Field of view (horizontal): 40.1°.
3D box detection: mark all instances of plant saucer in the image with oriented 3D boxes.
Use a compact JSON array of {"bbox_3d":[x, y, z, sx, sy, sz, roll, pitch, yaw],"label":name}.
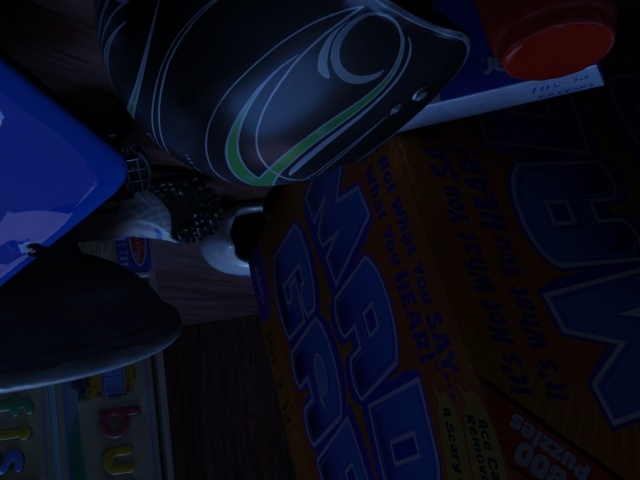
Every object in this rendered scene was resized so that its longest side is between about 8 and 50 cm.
[{"bbox_3d":[-0.330,0.048,0.797,0.401,0.100,0.400,-1,-173,0],"label":"plant saucer"}]

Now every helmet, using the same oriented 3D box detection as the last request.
[{"bbox_3d":[-0.026,-0.105,0.429,0.162,0.169,0.169,-34,156,36],"label":"helmet"}]

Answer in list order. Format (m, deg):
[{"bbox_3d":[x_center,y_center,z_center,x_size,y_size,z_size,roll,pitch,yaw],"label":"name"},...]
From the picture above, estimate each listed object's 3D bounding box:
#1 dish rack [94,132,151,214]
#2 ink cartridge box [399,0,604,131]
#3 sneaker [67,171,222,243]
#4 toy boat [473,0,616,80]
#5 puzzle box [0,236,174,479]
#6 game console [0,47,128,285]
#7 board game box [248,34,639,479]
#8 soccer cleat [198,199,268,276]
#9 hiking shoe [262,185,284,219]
[{"bbox_3d":[-0.288,-0.066,0.765,0.272,0.074,0.208,-7,172,-10],"label":"dish rack"},{"bbox_3d":[0.066,-0.126,0.561,0.207,0.097,0.046,-10,170,22],"label":"ink cartridge box"},{"bbox_3d":[-0.213,-0.040,0.970,0.237,0.085,0.086,1,-170,-44],"label":"sneaker"},{"bbox_3d":[0.010,-0.162,0.241,0.268,0.148,0.318,-17,159,27],"label":"toy boat"},{"bbox_3d":[-0.325,0.160,1.060,0.272,0.408,0.052,-4,170,-24],"label":"puzzle box"},{"bbox_3d":[-0.315,-0.082,0.539,0.250,0.173,0.293,-38,146,6],"label":"game console"},{"bbox_3d":[0.179,0.073,0.760,0.357,0.356,0.356,-3,151,-22],"label":"board game box"},{"bbox_3d":[0.000,0.000,1.216,0.331,0.116,0.143,-3,170,-20],"label":"soccer cleat"},{"bbox_3d":[0.049,-0.036,1.017,0.227,0.086,0.114,-9,138,13],"label":"hiking shoe"}]
